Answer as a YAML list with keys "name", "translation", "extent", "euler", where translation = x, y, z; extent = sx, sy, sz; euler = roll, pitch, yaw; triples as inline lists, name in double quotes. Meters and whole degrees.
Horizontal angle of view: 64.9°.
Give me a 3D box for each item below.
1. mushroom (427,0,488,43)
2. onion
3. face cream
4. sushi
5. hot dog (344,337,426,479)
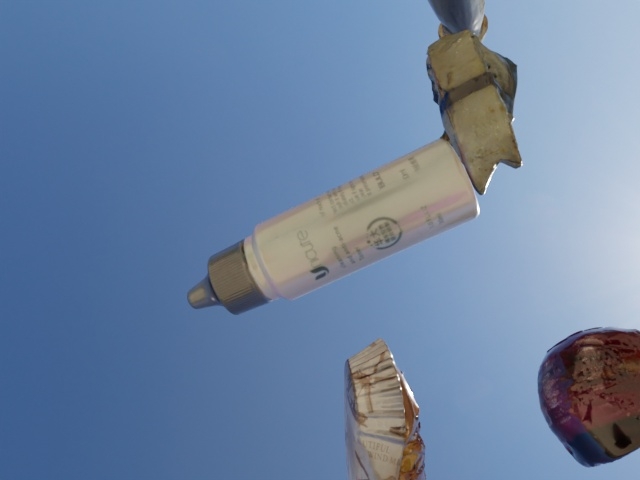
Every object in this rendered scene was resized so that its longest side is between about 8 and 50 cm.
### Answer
- name: "mushroom"
  translation: [0.288, -0.575, 1.107]
  extent: [0.154, 0.407, 0.137]
  euler: [-12, -113, 15]
- name: "onion"
  translation: [0.372, 0.164, 0.604]
  extent: [0.195, 0.218, 0.140]
  euler: [0, -126, -37]
- name: "face cream"
  translation: [0.000, 0.000, 0.519]
  extent: [0.311, 0.092, 0.092]
  euler: [-24, -115, 7]
- name: "sushi"
  translation: [0.223, -0.205, 0.749]
  extent: [0.134, 0.109, 0.273]
  euler: [-5, -124, 24]
- name: "hot dog"
  translation: [0.045, 0.162, 0.373]
  extent: [0.053, 0.099, 0.192]
  euler: [-4, -74, -7]
